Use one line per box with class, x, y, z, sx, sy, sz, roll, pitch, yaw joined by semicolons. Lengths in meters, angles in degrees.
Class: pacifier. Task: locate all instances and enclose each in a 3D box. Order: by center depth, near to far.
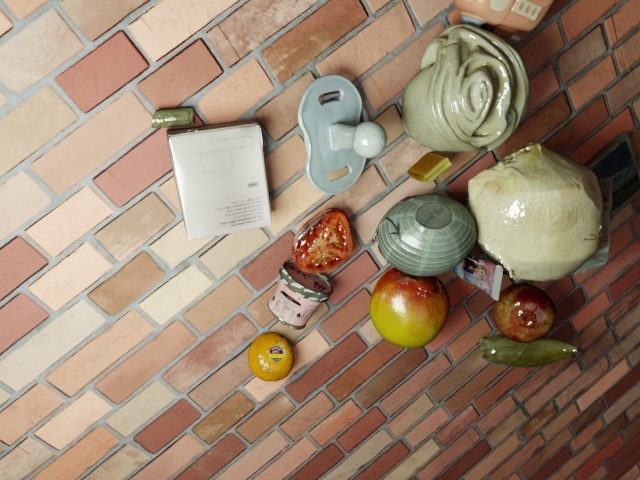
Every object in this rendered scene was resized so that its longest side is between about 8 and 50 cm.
pacifier;0.072;-0.245;1.156;0.238;0.225;0.288;-20;118;-34

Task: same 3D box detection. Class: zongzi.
zongzi;0.685;0.363;1.607;0.227;0.256;0.115;10;74;-20

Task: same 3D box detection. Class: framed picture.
framed picture;0.986;-0.208;1.635;0.189;0.023;0.260;-39;119;-1

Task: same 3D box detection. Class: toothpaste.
toothpaste;0.415;0.073;1.379;0.061;0.266;0.096;-7;111;-21

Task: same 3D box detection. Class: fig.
fig;0.663;0.234;1.588;0.205;0.205;0.206;-7;112;-19

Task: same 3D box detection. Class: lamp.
lamp;0.281;-0.011;1.320;0.265;0.233;0.233;-23;116;-15

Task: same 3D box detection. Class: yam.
yam;-0.330;-0.274;1.085;0.094;0.043;0.043;-8;112;-17

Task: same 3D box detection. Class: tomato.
tomato;-0.006;-0.003;1.290;0.174;0.082;0.167;-23;120;-17

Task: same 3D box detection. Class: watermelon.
watermelon;0.798;-0.014;1.499;0.387;0.258;0.229;-35;115;-1

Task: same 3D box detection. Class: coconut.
coconut;0.572;-0.085;1.332;0.345;0.346;0.361;-10;104;-18

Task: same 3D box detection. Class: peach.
peach;0.253;0.188;1.395;0.230;0.231;0.231;-7;112;-19

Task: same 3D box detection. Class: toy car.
toy car;0.445;-0.617;1.190;0.270;0.181;0.213;8;116;-24

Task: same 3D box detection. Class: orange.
orange;-0.136;0.322;1.340;0.135;0.117;0.136;6;67;-14

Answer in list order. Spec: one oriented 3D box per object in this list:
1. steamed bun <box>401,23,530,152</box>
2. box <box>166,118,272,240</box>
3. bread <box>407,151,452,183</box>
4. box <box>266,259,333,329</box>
steamed bun;0.385;-0.350;1.218;0.323;0.219;0.310;11;116;-23
box;-0.233;-0.144;1.136;0.203;0.106;0.252;-13;112;-17
bread;0.295;-0.198;1.326;0.090;0.094;0.035;-41;117;-3
box;-0.062;0.148;1.293;0.151;0.151;0.135;22;108;-27
